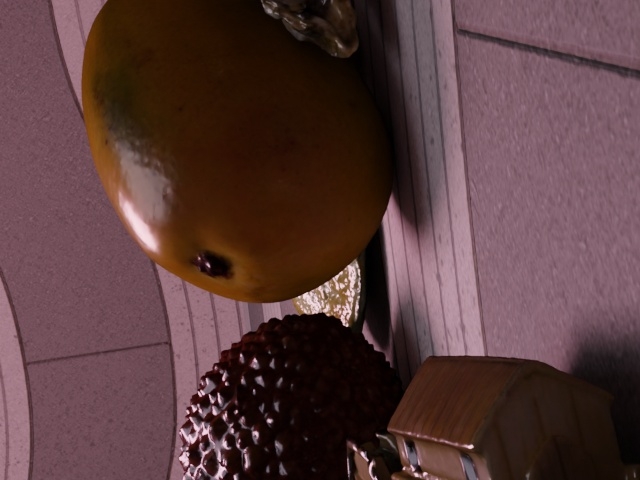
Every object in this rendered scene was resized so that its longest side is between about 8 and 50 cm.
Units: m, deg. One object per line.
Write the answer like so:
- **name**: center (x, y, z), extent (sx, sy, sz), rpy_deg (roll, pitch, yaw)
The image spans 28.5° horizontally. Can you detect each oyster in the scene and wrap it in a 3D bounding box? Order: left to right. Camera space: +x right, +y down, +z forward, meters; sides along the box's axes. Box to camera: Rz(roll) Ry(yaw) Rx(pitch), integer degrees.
- **oyster**: center (-0.045, -0.313, 1.260), extent (0.341, 0.166, 0.110), rpy_deg (50, -174, 18)

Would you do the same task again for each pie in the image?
- **pie**: center (0.003, 0.005, 1.517), extent (0.257, 0.105, 0.274), rpy_deg (-141, 42, -65)

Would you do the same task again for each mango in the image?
- **mango**: center (-0.094, -0.134, 1.308), extent (0.232, 0.300, 0.445), rpy_deg (102, 155, -50)

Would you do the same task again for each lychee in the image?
- **lychee**: center (-0.027, 0.222, 1.371), extent (0.264, 0.264, 0.300), rpy_deg (-108, 15, -49)

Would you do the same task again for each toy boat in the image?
- **toy boat**: center (0.127, 0.145, 0.764), extent (0.445, 0.136, 0.162), rpy_deg (170, 88, -77)

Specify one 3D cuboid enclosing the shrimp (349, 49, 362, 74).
- **shrimp**: center (0.006, -0.199, 1.483), extent (0.253, 0.058, 0.173), rpy_deg (148, 105, -77)
